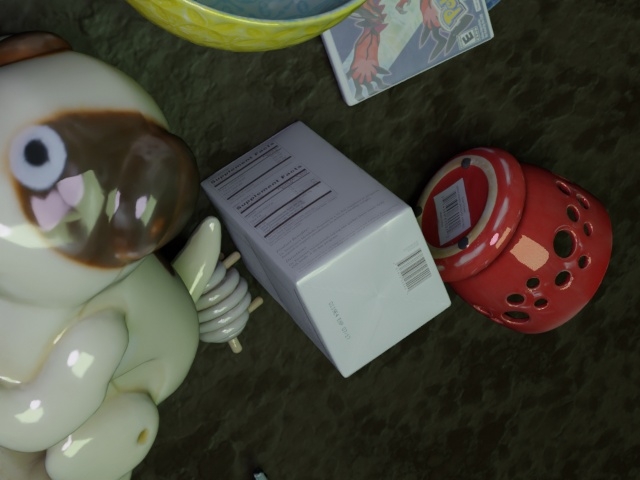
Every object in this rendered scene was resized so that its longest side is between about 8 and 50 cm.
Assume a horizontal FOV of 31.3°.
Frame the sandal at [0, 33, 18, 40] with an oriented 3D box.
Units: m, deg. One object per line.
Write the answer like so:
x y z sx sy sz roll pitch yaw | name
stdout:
-0.360 -0.085 1.025 0.302 0.086 0.120 -36 127 -9 | sandal

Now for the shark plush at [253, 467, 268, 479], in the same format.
-0.050 0.344 1.440 0.073 0.067 0.161 -15 121 -22 | shark plush

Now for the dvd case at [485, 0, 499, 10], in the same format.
0.211 -0.379 1.243 0.253 0.022 0.180 -41 127 -5 | dvd case

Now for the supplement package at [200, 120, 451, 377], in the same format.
0.000 0.000 1.177 0.134 0.244 0.139 -33 127 -10 | supplement package

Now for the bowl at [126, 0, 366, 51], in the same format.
-0.089 -0.274 1.019 0.289 0.289 0.156 -8 161 -26 | bowl

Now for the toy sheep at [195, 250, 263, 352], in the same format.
-0.114 0.066 1.249 0.091 0.091 0.132 -32 108 -12 | toy sheep

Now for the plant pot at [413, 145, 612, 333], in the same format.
0.216 -0.008 1.336 0.174 0.191 0.191 29 98 -34 | plant pot

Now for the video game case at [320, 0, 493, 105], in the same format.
0.079 -0.264 1.208 0.183 0.023 0.201 -26 127 -5 | video game case

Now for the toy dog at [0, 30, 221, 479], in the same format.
-0.218 0.033 0.975 0.395 0.284 0.408 -24 148 -26 | toy dog
